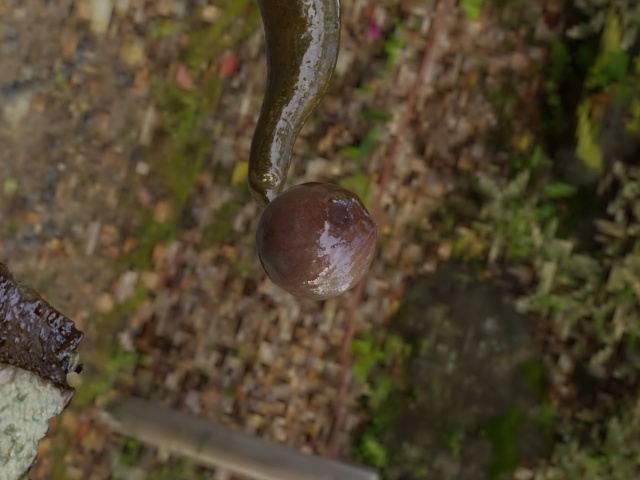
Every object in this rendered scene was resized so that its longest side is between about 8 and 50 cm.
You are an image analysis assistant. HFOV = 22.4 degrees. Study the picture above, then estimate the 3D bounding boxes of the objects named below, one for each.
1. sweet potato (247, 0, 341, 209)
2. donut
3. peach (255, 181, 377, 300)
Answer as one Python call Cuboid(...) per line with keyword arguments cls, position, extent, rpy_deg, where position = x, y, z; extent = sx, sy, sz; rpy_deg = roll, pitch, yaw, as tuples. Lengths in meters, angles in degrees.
Cuboid(cls="sweet potato", position=(-0.032, -0.201, 1.446), extent=(0.108, 0.079, 0.346), rpy_deg=(-11, 103, -47))
Cuboid(cls="donut", position=(-0.298, 0.117, 1.446), extent=(0.186, 0.144, 0.126), rpy_deg=(-59, 142, -20))
Cuboid(cls="peach", position=(-0.002, -0.001, 1.096), extent=(0.083, 0.083, 0.083), rpy_deg=(16, 90, -76))
